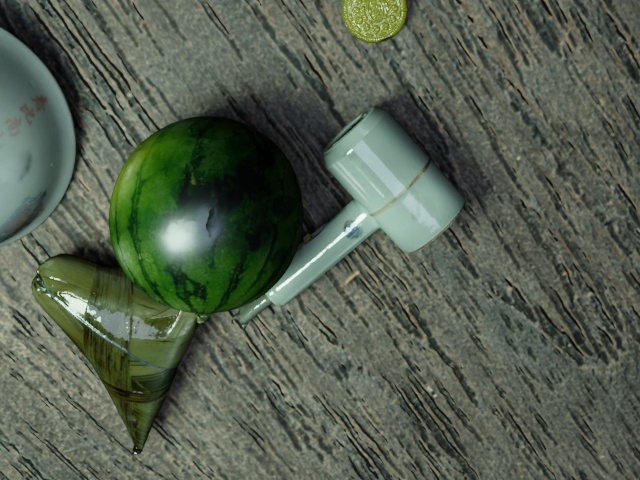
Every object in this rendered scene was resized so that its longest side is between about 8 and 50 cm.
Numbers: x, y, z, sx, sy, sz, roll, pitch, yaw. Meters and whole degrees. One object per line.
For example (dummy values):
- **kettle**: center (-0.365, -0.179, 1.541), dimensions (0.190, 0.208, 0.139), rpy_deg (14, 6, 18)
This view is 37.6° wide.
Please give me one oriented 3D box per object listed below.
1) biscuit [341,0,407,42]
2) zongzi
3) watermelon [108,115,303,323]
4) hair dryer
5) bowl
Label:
- **biscuit**: center (0.068, -0.291, 1.182), dimensions (0.084, 0.023, 0.084), rpy_deg (0, 105, 0)
- **zongzi**: center (-0.297, 0.148, 1.256), dimensions (0.221, 0.112, 0.242), rpy_deg (22, 105, -7)
- **watermelon**: center (-0.138, -0.029, 1.142), dimensions (0.242, 0.242, 0.242), rpy_deg (0, 105, 0)
- **hair dryer**: center (0.000, 0.000, 1.232), dimensions (0.357, 0.107, 0.173), rpy_deg (-41, 99, 16)
- **bowl**: center (-0.479, -0.098, 1.130), dimensions (0.345, 0.157, 0.345), rpy_deg (-2, 118, -5)
